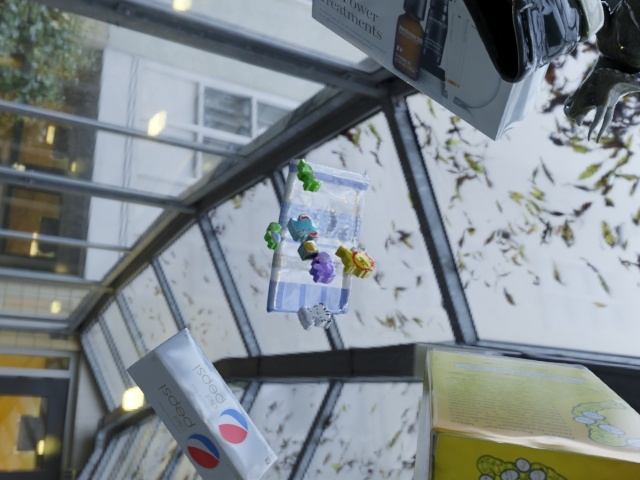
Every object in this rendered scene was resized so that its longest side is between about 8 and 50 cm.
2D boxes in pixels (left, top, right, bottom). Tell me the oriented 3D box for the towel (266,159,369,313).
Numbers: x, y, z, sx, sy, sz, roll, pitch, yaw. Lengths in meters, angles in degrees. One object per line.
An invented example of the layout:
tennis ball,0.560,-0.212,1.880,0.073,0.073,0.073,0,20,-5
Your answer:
towel,0.000,0.000,1.307,0.034,0.209,0.285,10,-90,45

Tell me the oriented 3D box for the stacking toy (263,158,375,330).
stacking toy,-0.010,0.010,1.084,0.167,0.052,0.221,-57,-131,42

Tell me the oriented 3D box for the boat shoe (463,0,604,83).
boat shoe,0.122,-0.264,0.585,0.113,0.340,0.127,-44,-137,5

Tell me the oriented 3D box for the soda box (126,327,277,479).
soda box,-0.155,0.229,0.918,0.074,0.069,0.216,-35,-89,36

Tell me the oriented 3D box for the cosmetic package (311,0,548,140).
cosmetic package,0.149,-0.352,0.947,0.377,0.097,0.284,40,-30,24

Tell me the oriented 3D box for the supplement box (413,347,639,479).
supplement box,0.191,0.238,0.673,0.356,0.195,0.194,-12,107,-81

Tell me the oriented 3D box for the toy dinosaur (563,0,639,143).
toy dinosaur,0.386,-0.270,0.821,0.313,0.121,0.160,106,-36,-63
